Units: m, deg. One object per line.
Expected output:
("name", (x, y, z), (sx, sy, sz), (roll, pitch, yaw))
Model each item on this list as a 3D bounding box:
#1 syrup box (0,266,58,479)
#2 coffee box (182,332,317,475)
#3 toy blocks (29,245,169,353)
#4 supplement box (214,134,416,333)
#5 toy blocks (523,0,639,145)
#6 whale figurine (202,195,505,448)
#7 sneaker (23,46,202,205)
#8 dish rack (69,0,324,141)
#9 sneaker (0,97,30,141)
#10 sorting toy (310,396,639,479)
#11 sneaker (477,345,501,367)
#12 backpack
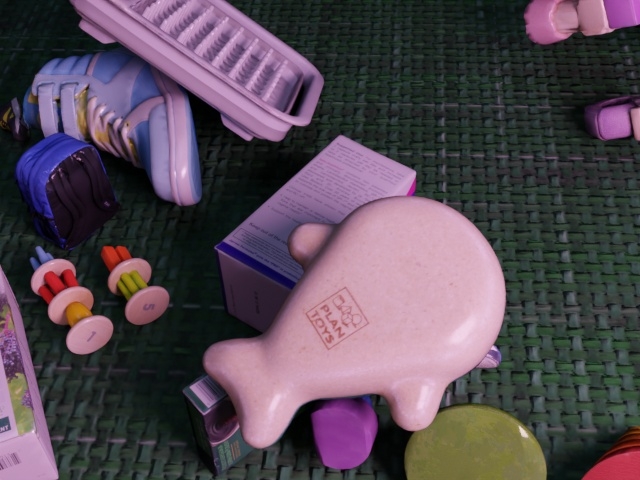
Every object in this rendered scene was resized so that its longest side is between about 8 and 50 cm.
("syrup box", (-0.341, 0.137, 0.943), (0.093, 0.096, 0.237), (-18, 50, -13))
("coffee box", (-0.044, 0.137, 0.918), (0.184, 0.113, 0.040), (-33, 52, -27))
("toy blocks", (-0.255, 0.044, 1.052), (0.123, 0.054, 0.148), (-28, 52, -20))
("supplement box", (0.000, 0.000, 1.041), (0.114, 0.111, 0.220), (27, 55, 25))
("toy blocks", (0.391, -0.307, 1.269), (0.289, 0.309, 0.260), (-23, 17, -32))
("whale figurine", (0.035, 0.081, 0.847), (0.272, 0.141, 0.216), (-33, 70, -4))
("sneaker", (-0.263, -0.135, 1.173), (0.208, 0.127, 0.319), (-11, 38, -10))
("dish rack", (-0.156, -0.248, 1.179), (0.333, 0.072, 0.285), (34, 22, -9))
("sneaker", (-0.415, -0.158, 1.265), (0.035, 0.031, 0.083), (-24, 45, 0))
("sorting toy", (0.175, 0.189, 0.886), (0.366, 0.127, 0.126), (11, 24, 12))
("sneaker", (0.118, 0.130, 0.966), (0.135, 0.052, 0.058), (-1, 57, 12))
("backpack", (-0.311, -0.065, 1.109), (0.101, 0.120, 0.098), (24, 54, 22))
